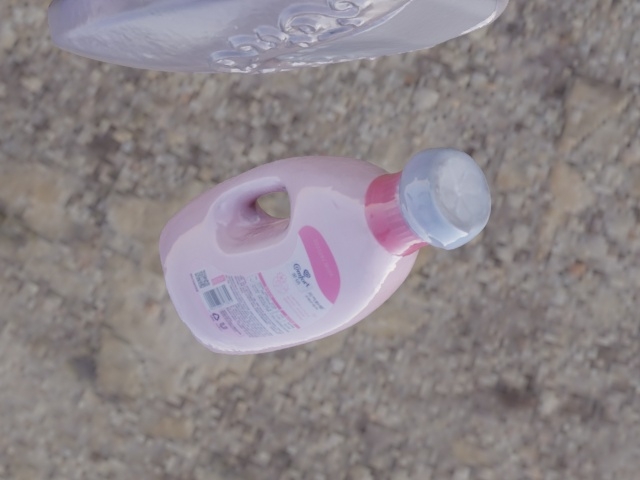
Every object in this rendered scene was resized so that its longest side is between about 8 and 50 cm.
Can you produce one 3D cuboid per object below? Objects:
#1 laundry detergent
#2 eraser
[{"bbox_3d":[0.000,0.000,1.478,0.335,0.088,0.159,-21,96,45],"label":"laundry detergent"},{"bbox_3d":[-0.035,-0.121,0.949,0.243,0.204,0.059,-6,90,21],"label":"eraser"}]
